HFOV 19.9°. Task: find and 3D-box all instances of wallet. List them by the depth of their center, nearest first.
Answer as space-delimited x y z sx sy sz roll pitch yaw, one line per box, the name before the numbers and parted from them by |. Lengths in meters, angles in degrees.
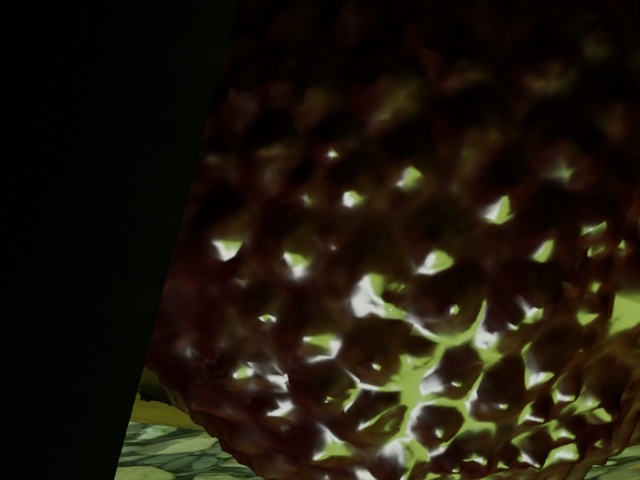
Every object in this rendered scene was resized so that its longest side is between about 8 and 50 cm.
wallet | -0.133 0.016 0.544 0.228 0.406 0.062 -21 128 30

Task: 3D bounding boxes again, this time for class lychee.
lychee | 0.032 -0.014 0.701 0.264 0.264 0.300 8 139 -39

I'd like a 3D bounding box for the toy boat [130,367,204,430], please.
toy boat | -0.106 0.083 1.226 0.321 0.089 0.121 10 167 -43
